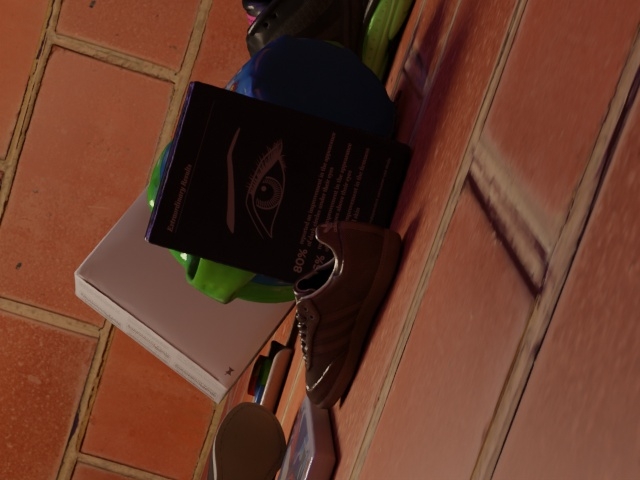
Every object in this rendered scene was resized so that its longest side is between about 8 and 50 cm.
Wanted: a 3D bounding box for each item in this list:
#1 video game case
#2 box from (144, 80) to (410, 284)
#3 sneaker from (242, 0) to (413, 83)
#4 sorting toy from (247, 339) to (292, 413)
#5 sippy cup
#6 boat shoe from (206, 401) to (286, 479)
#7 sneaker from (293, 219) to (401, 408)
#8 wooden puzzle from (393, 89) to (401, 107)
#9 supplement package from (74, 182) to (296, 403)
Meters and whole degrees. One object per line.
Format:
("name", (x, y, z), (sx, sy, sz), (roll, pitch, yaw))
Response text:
("video game case", (-0.028, 0.240, 1.168), (0.201, 0.023, 0.183), (-102, 30, -82))
("box", (-0.041, -0.044, 1.238), (0.108, 0.207, 0.153), (-145, 72, -86))
("sneaker", (-0.013, -0.244, 1.726), (0.185, 0.202, 0.483), (-82, 11, -70))
("sorting toy", (-0.089, 0.234, 1.878), (0.208, 0.038, 0.193), (160, 128, -85))
("sippy cup", (-0.037, -0.088, 1.429), (0.224, 0.240, 0.305), (-53, 44, 46))
("boat shoe", (-0.088, 0.266, 1.437), (0.228, 0.081, 0.069), (-83, 15, -55))
("sneaker", (0.007, 0.057, 1.121), (0.066, 0.071, 0.188), (-79, 8, -56))
("wooden puzzle", (0.071, -0.122, 1.470), (0.049, 0.006, 0.083), (120, 167, -71))
("supplement package", (-0.178, 0.063, 1.889), (0.204, 0.262, 0.145), (-52, -1, -17))
